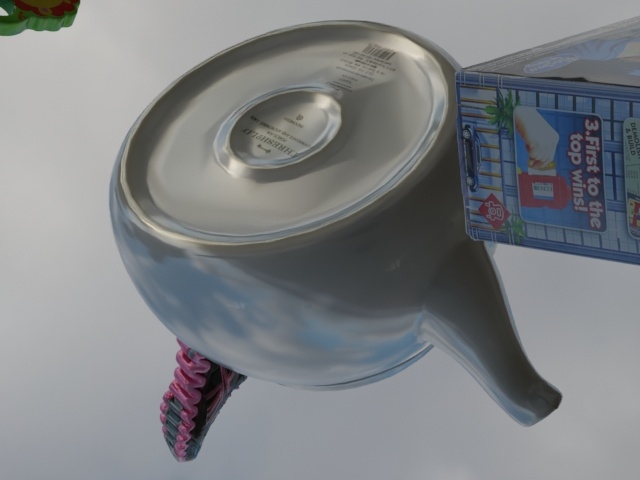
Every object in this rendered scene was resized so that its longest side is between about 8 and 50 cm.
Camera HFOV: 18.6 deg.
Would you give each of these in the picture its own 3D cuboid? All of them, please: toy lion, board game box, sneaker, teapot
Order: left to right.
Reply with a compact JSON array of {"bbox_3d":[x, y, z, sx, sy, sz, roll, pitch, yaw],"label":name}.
[{"bbox_3d":[-0.231,-0.184,1.472,0.096,0.034,0.100,27,-142,-3],"label":"toy lion"},{"bbox_3d":[-0.072,0.097,1.313,0.057,0.119,0.047,-1,-151,-30],"label":"sneaker"},{"bbox_3d":[0.000,0.000,1.192,0.256,0.253,0.187,-92,-14,-48],"label":"teapot"},{"bbox_3d":[0.177,-0.034,0.599,0.194,0.194,0.060,-19,-67,-33],"label":"board game box"}]
